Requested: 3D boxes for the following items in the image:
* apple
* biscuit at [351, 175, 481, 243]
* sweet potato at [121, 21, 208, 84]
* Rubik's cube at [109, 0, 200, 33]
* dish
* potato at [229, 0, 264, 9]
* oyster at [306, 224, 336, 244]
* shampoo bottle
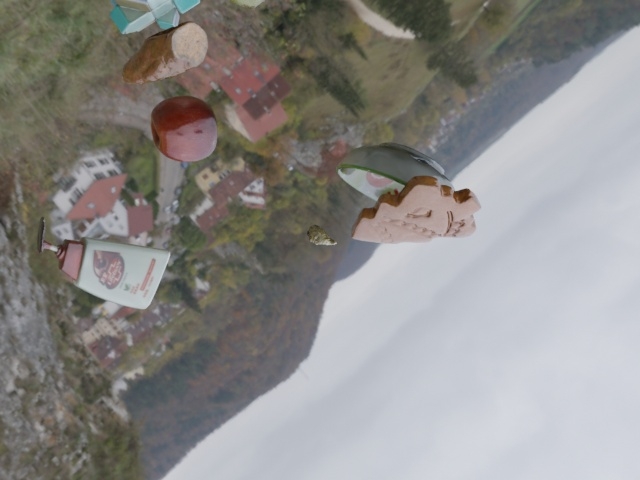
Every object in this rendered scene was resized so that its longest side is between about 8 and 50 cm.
[{"bbox_3d":[-0.446,-0.366,1.900,0.201,0.218,0.218,-15,168,-24],"label":"apple"},{"bbox_3d":[0.200,-0.043,1.275,0.306,0.043,0.284,-17,151,32],"label":"biscuit"},{"bbox_3d":[-0.346,-0.390,1.239,0.251,0.097,0.097,-13,-166,33],"label":"sweet potato"},{"bbox_3d":[-0.436,-0.627,1.431,0.224,0.213,0.265,-36,-173,-11],"label":"Rubik's cube"},{"bbox_3d":[0.209,-0.164,1.447,0.324,0.324,0.124,122,-7,-85],"label":"dish"},{"bbox_3d":[-0.191,-0.645,1.206,0.210,0.307,0.173,-40,-178,37],"label":"potato"},{"bbox_3d":[0.000,0.000,1.288,0.038,0.080,0.083,-53,167,-11],"label":"oyster"},{"bbox_3d":[-0.482,0.045,1.259,0.071,0.284,0.153,9,-104,49],"label":"shampoo bottle"}]
